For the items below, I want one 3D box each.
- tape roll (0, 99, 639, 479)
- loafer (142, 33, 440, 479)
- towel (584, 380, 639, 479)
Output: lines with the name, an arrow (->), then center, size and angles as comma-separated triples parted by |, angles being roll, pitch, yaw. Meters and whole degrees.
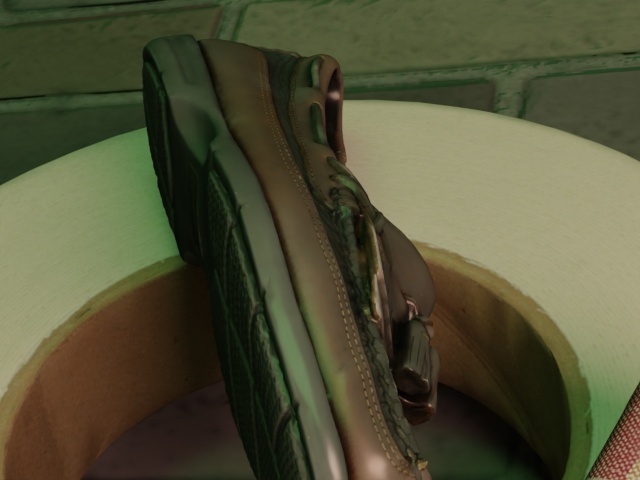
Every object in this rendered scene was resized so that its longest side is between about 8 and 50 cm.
tape roll -> -0.009, 0.086, 0.561 | 0.391, 0.072, 0.392 | -4, 39, 3
loafer -> 0.000, 0.000, 0.541 | 0.084, 0.096, 0.267 | -9, 36, -12
towel -> 0.120, 0.196, 0.370 | 0.237, 0.037, 0.329 | 32, 58, 7
